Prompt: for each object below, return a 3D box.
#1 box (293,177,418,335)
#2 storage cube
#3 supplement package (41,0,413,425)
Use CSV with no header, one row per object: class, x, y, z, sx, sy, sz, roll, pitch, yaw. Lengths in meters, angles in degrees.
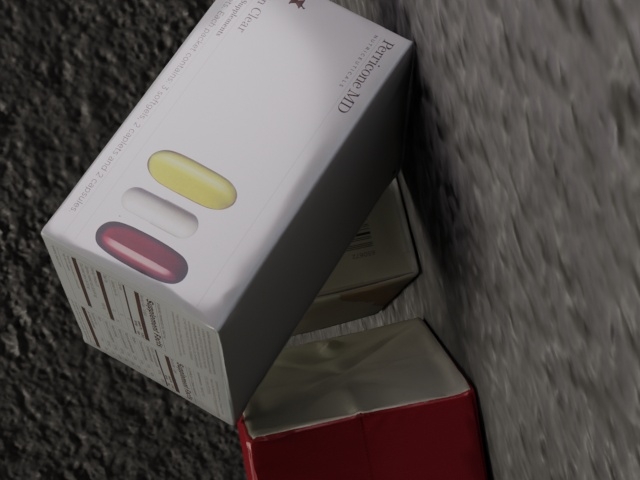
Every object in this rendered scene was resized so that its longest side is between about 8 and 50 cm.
box,0.000,0.000,1.331,0.311,0.121,0.148,118,139,-81
storage cube,0.034,0.197,1.157,0.215,0.183,0.193,-121,20,-73
supplement package,-0.059,-0.031,1.047,0.262,0.145,0.204,-57,-13,-21
